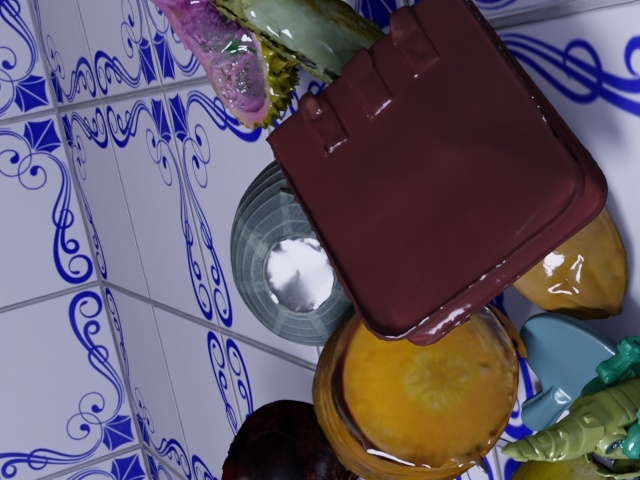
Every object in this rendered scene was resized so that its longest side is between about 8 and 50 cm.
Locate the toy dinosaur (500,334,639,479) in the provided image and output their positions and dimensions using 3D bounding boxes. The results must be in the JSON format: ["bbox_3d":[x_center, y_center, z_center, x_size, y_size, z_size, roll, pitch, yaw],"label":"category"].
[{"bbox_3d":[0.255,0.148,0.951,0.094,0.259,0.153,50,121,39],"label":"toy dinosaur"}]

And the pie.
[{"bbox_3d":[-0.051,-0.293,1.327,0.078,0.296,0.371,-53,45,16],"label":"pie"}]

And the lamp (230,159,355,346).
[{"bbox_3d":[0.000,0.000,1.424,0.233,0.233,0.265,25,133,60],"label":"lamp"}]

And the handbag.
[{"bbox_3d":[0.100,-0.071,1.049,0.260,0.084,0.275,-43,62,22],"label":"handbag"}]

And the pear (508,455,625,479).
[{"bbox_3d":[0.233,0.366,1.203,0.267,0.178,0.267,48,149,41],"label":"pear"}]

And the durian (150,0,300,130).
[{"bbox_3d":[-0.105,-0.286,1.542,0.260,0.154,0.186,59,165,-13],"label":"durian"}]

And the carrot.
[{"bbox_3d":[0.099,0.167,1.244,0.340,0.224,0.224,79,170,-78],"label":"carrot"}]

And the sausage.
[{"bbox_3d":[0.181,-0.066,1.115,0.134,0.116,0.354,-52,58,32],"label":"sausage"}]

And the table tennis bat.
[{"bbox_3d":[0.254,0.148,1.137,0.153,0.040,0.244,41,157,11],"label":"table tennis bat"}]

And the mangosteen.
[{"bbox_3d":[-0.026,0.382,1.793,0.262,0.235,0.235,19,137,9],"label":"mangosteen"}]
